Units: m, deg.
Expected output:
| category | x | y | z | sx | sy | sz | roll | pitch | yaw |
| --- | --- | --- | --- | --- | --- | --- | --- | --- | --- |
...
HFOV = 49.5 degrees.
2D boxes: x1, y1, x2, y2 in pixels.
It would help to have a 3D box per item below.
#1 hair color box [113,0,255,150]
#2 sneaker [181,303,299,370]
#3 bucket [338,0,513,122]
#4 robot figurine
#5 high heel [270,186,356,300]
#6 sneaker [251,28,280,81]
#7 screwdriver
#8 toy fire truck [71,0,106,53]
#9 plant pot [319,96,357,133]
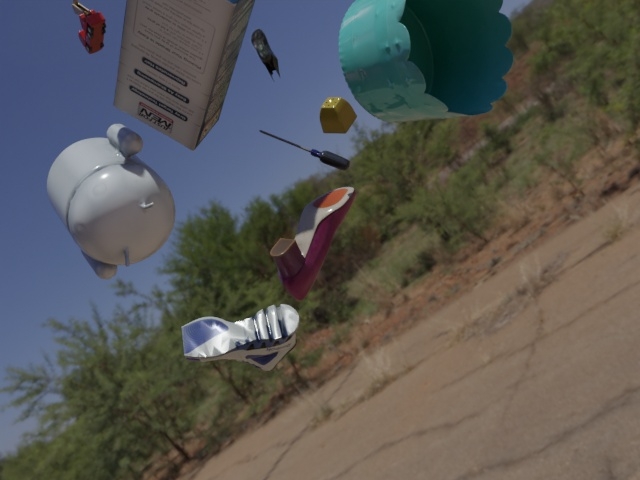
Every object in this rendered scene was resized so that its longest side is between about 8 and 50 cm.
| category | x | y | z | sx | sy | sz | roll | pitch | yaw |
| --- | --- | --- | --- | --- | --- | --- | --- | --- | --- |
| hair color box | -0.233 | -0.327 | 1.166 | 0.105 | 0.174 | 0.347 | -62 | 3 | -38 |
| sneaker | -0.199 | 0.285 | 1.843 | 0.315 | 0.127 | 0.182 | -10 | -40 | 0 |
| bucket | 0.179 | -0.336 | 1.196 | 0.281 | 0.281 | 0.183 | -38 | 22 | -32 |
| robot figurine | -0.410 | -0.079 | 1.360 | 0.199 | 0.353 | 0.300 | 1 | -67 | -35 |
| high heel | 0.000 | 0.000 | 2.062 | 0.127 | 0.181 | 0.377 | 14 | 48 | 45 |
| sneaker | -0.179 | -0.617 | 2.306 | 0.051 | 0.170 | 0.089 | -26 | -31 | 12 |
| screwdriver | -0.027 | -0.158 | 1.179 | 0.025 | 0.170 | 0.024 | -44 | -25 | -52 |
| toy fire truck | -0.628 | -0.602 | 1.847 | 0.047 | 0.135 | 0.192 | -33 | -5 | -28 |
| plant pot | 0.044 | -0.365 | 1.994 | 0.081 | 0.083 | 0.081 | 7 | 49 | 33 |
